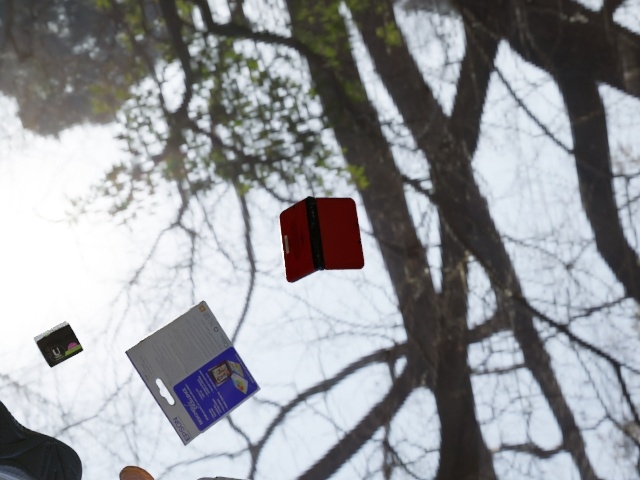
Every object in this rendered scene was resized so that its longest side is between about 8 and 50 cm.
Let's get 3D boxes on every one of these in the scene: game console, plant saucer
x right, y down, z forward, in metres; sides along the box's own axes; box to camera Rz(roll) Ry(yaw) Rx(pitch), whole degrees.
[{"bbox_3d":[0.000,0.000,1.845,0.085,0.144,0.124,17,146,-42],"label":"game console"},{"bbox_3d":[-0.382,0.503,2.137,0.083,0.083,0.013,-4,-149,22],"label":"plant saucer"}]

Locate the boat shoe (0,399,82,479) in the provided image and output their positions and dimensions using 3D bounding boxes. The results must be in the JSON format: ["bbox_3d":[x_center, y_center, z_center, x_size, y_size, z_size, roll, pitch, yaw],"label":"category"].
[{"bbox_3d":[-0.519,0.320,1.606,0.103,0.320,0.118,-21,-133,33],"label":"boat shoe"}]

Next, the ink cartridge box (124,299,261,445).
[{"bbox_3d":[-0.241,0.245,1.902,0.208,0.206,0.045,-33,-179,-42],"label":"ink cartridge box"}]

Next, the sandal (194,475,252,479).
[{"bbox_3d":[-0.137,0.512,1.973,0.265,0.102,0.076,16,-179,-19],"label":"sandal"}]

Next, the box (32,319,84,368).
[{"bbox_3d":[-0.427,0.168,1.671,0.062,0.052,0.083,-30,-172,-18],"label":"box"}]
